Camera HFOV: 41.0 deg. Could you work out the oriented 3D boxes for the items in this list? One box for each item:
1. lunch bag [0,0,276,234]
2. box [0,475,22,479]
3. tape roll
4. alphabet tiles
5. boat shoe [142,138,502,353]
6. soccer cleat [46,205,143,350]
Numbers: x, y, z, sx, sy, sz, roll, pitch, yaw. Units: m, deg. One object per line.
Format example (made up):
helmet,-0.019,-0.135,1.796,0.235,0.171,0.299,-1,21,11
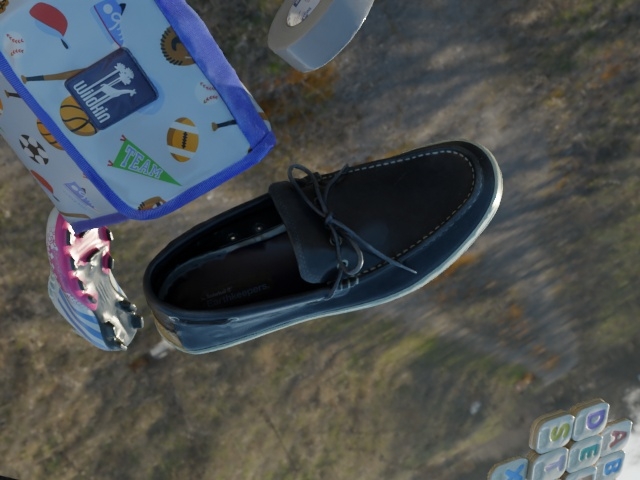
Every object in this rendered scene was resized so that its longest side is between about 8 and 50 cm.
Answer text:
lunch bag,-0.264,-0.197,1.056,0.385,0.328,0.239,-7,-146,48
box,-0.434,0.423,1.231,0.180,0.147,0.077,15,159,-4
tape roll,0.000,-0.418,1.571,0.072,0.219,0.219,33,122,-30
alphabet tiles,0.359,0.375,1.291,0.278,0.021,0.284,-10,115,-27
boat shoe,0.000,0.000,1.100,0.500,0.187,0.156,-22,155,3
soccer cleat,-0.402,0.060,1.397,0.116,0.143,0.331,-57,151,-39
